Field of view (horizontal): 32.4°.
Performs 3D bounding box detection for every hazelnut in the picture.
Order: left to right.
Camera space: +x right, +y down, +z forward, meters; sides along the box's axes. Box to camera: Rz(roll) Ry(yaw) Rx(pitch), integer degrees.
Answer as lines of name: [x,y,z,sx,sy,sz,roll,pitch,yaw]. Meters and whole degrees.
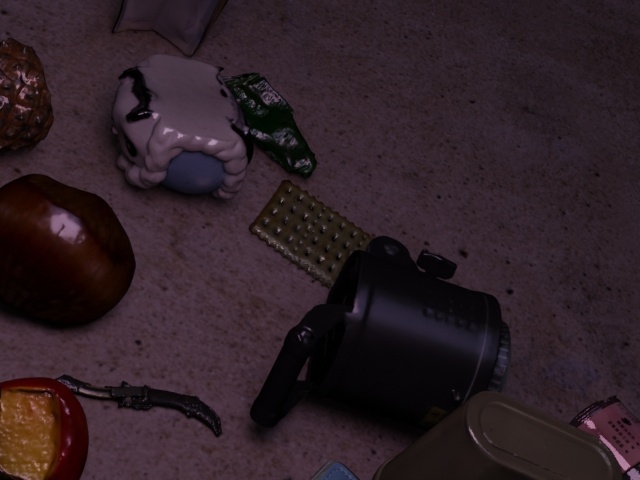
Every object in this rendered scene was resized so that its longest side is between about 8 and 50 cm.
hazelnut: [-0.327,0.018,1.366,0.204,0.178,0.178,43,38,-40]

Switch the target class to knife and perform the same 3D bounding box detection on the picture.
knife: [-0.224,0.196,1.385,0.222,0.021,0.045,20,52,-17]

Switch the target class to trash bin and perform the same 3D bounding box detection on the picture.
trash bin: [0.218,0.313,1.403,0.243,0.247,0.121,25,47,-11]

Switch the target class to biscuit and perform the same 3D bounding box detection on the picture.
biscuit: [0.000,0.001,1.662,0.203,0.016,0.144,36,47,-1]

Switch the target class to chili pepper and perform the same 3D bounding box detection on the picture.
chili pepper: [-0.091,-0.178,1.713,0.216,0.062,0.108,45,54,6]

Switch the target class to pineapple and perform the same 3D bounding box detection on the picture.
pineapple: [-0.530,-0.158,1.399,0.364,0.165,0.165,-16,66,-28]

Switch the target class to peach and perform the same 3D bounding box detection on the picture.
peach: [-0.317,0.219,1.231,0.151,0.151,0.118,43,67,4]

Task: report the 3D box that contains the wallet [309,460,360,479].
wallet: [0.047,0.411,1.348,0.250,0.075,0.176,46,51,6]

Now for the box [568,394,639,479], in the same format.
box: [0.424,0.311,1.595,0.151,0.151,0.135,-15,58,-37]

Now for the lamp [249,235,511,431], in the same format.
lamp: [0.116,0.147,1.473,0.272,0.205,0.374,29,35,7]

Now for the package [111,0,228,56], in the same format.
package: [-0.176,-0.442,1.684,0.165,0.311,0.221,29,46,-6]

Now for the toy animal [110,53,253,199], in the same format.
toy animal: [-0.200,-0.148,1.563,0.204,0.156,0.208,5,39,-23]
